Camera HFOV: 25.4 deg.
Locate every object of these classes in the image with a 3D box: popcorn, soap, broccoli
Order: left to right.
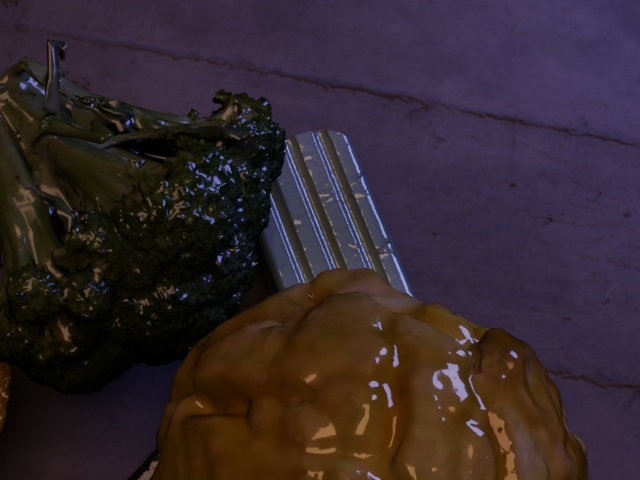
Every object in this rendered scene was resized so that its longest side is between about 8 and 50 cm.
[{"bbox_3d":[-0.174,-0.028,1.190,0.304,0.321,0.283,-42,98,6],"label":"broccoli"},{"bbox_3d":[0.000,0.000,1.336,0.119,0.066,0.198,-17,71,-11],"label":"soap"},{"bbox_3d":[0.034,0.229,1.098,0.390,0.344,0.354,42,68,-6],"label":"popcorn"}]

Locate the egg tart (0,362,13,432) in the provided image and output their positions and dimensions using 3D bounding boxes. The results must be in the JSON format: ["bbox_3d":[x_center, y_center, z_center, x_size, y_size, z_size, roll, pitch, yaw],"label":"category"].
[{"bbox_3d":[-0.372,0.144,1.225,0.241,0.106,0.241,-4,70,10],"label":"egg tart"}]

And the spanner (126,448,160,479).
[{"bbox_3d":[-0.156,0.212,1.272,0.054,0.015,0.254,40,72,10],"label":"spanner"}]
